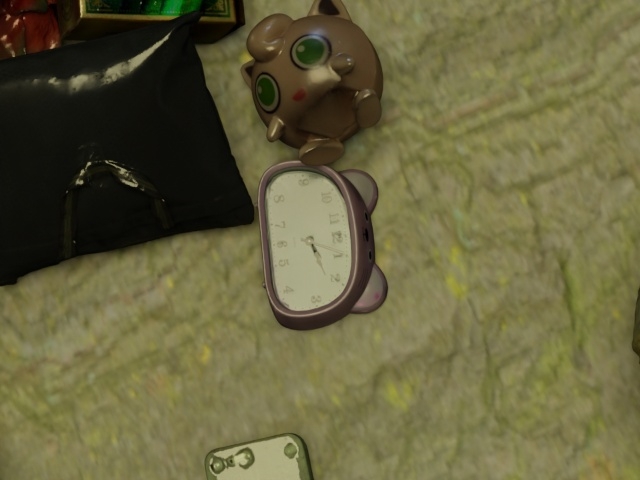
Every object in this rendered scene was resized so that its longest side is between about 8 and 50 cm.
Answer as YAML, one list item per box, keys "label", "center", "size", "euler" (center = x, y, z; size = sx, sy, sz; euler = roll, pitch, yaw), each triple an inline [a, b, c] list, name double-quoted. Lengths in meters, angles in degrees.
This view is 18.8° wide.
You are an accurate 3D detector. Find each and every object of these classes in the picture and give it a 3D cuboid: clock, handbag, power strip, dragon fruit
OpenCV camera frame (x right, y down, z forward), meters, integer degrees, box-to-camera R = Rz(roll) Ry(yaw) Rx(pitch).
- label: "clock"
  center: [0.000, 0.000, 1.732]
  size: [0.110, 0.050, 0.153]
  euler: [-6, 80, 4]
- label: "handbag"
  center: [-0.202, -0.078, 1.717]
  size: [0.254, 0.089, 0.211]
  euler: [-13, 112, 5]
- label: "power strip"
  center: [-0.030, 0.315, 1.681]
  size: [0.093, 0.053, 0.288]
  euler: [-12, 80, 2]
- label: "dragon fruit"
  center: [-0.294, -0.198, 1.760]
  size: [0.121, 0.130, 0.142]
  euler: [-10, 119, -4]

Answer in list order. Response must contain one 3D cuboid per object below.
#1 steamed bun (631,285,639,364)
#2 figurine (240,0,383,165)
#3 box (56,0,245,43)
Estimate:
- label: "steamed bun"
  center: [0.392, 0.096, 1.568]
  size: [0.289, 0.276, 0.203]
  euler: [28, 87, -2]
- label: "figurine"
  center: [-0.006, -0.143, 1.721]
  size: [0.125, 0.125, 0.138]
  euler: [-29, 63, 0]
- label: "box"
  center: [-0.164, -0.302, 1.761]
  size: [0.159, 0.071, 0.240]
  euler: [-2, 79, -27]
